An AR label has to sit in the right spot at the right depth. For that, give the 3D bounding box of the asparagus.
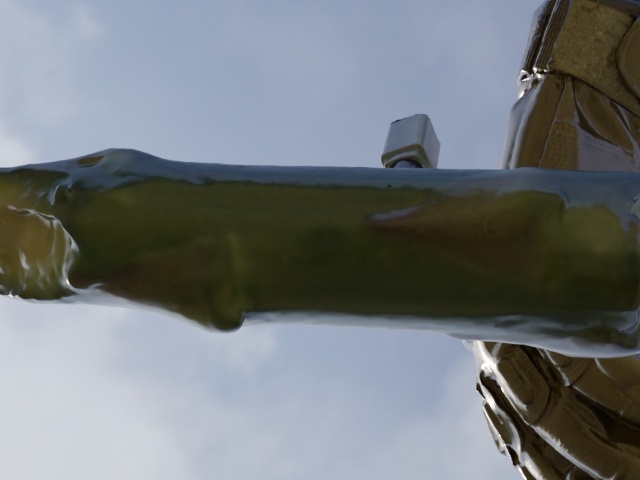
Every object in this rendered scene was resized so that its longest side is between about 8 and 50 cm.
[{"bbox_3d":[0.000,0.002,0.803,0.343,0.085,0.082,4,-79,-1],"label":"asparagus"}]

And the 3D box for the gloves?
[{"bbox_3d":[0.149,0.024,1.117,0.141,0.154,0.331,7,-94,0],"label":"gloves"}]

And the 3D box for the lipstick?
[{"bbox_3d":[0.046,-0.033,1.032,0.025,0.107,0.025,-18,-65,18],"label":"lipstick"}]
